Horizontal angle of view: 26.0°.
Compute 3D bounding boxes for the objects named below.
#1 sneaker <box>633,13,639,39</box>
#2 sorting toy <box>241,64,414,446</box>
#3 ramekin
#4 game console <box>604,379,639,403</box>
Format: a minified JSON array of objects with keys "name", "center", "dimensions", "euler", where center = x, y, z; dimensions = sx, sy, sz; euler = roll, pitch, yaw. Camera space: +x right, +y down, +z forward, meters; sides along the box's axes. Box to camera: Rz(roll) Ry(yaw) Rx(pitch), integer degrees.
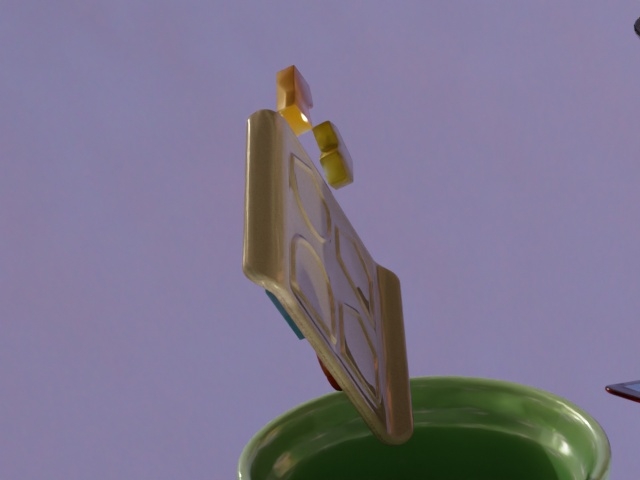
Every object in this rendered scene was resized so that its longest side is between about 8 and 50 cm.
[{"name":"sneaker","center":[0.222,-0.054,0.670],"dimensions":[0.153,0.268,0.101],"euler":[38,-129,21]},{"name":"sorting toy","center":[0.000,0.000,1.169],"dimensions":[0.041,0.229,0.307],"euler":[-24,-142,19]},{"name":"ramekin","center":[0.089,0.239,1.145],"dimensions":[0.304,0.148,0.303],"euler":[-5,-162,2]},{"name":"game console","center":[0.345,0.111,1.216],"dimensions":[0.144,0.124,0.085],"euler":[-2,-137,-46]}]
